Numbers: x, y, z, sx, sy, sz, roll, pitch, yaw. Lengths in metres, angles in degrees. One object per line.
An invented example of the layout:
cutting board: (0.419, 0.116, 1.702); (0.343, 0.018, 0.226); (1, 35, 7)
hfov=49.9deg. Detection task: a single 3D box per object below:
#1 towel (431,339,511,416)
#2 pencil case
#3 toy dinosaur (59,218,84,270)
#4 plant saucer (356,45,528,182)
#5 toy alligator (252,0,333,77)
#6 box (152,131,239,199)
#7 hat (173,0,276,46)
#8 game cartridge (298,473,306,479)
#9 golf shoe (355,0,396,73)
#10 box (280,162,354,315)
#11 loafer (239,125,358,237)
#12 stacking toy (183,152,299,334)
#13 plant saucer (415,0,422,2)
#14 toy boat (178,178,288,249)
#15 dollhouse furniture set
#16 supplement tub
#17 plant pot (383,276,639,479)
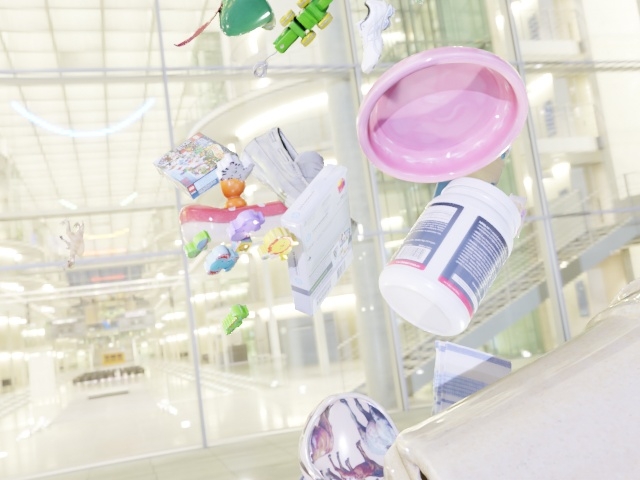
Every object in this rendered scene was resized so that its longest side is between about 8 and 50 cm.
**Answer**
towel: (0.346, 0.383, 1.576); (0.209, 0.285, 0.034); (17, -30, -14)
pencil case: (0.044, 0.386, 1.241); (0.159, 0.184, 0.410); (-18, -17, -9)
toy dinosaur: (-0.593, -0.009, 1.673); (0.053, 0.093, 0.183); (-9, -38, -44)
plant saucer: (0.233, -0.253, 1.352); (0.331, 0.084, 0.332); (-4, -38, -3)
toy alligator: (-0.039, -0.331, 1.078); (0.189, 0.056, 0.051); (-40, 22, 26)
box: (-0.328, -0.202, 1.816); (0.159, 0.044, 0.233); (-37, 38, -17)
hat: (-0.231, -0.515, 1.661); (0.183, 0.173, 0.208); (-49, 5, -11)
game cartridge: (0.016, 0.688, 1.610); (0.230, 0.355, 0.068); (31, -27, -6)
golf shoe: (0.117, -0.502, 1.689); (0.085, 0.176, 0.069); (13, 8, -19)
box: (0.000, 0.000, 1.043); (0.038, 0.186, 0.145); (17, 47, 23)
loafer: (-0.033, -0.111, 1.243); (0.111, 0.319, 0.112); (-49, -37, 3)
stacking toy: (-0.128, 0.006, 0.988); (0.052, 0.167, 0.221); (-1, -41, -40)
plant saucer: (0.218, -0.647, 1.736); (0.021, 0.119, 0.119); (-50, -17, 9)
toy boat: (-0.174, -0.069, 1.391); (0.231, 0.151, 0.151); (-10, -6, -26)
dollhouse furniture set: (0.434, -0.210, 1.813); (0.286, 0.198, 0.303); (15, -40, 10)
supplement tub: (0.256, 0.031, 1.347); (0.191, 0.272, 0.191); (31, -23, 15)
plant pot: (0.235, 0.225, 0.590); (0.305, 0.334, 0.334); (-17, -5, -14)
